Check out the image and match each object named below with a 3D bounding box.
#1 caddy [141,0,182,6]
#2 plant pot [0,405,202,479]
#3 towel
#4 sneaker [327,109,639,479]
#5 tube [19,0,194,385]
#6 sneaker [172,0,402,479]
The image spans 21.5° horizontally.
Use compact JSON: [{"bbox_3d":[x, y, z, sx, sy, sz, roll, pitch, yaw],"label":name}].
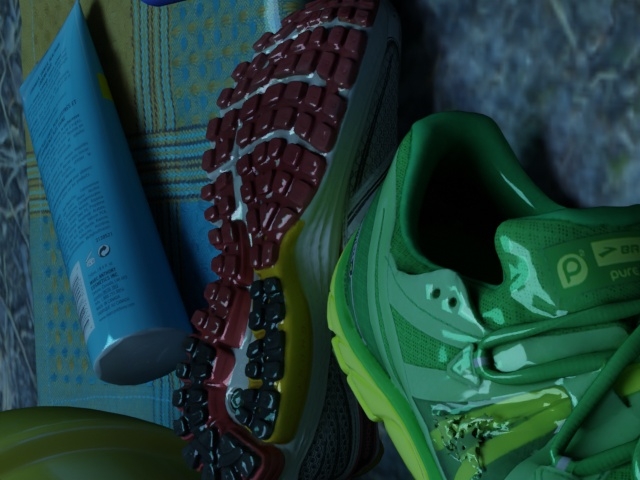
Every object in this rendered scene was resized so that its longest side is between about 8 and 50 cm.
[{"bbox_3d":[-0.040,-0.251,0.608,0.179,0.241,0.341,-17,78,20],"label":"caddy"},{"bbox_3d":[-0.083,0.203,0.723,0.239,0.254,0.254,-3,93,62],"label":"plant pot"},{"bbox_3d":[-0.083,-0.076,0.892,0.271,0.040,0.370,1,95,52],"label":"towel"},{"bbox_3d":[0.086,0.055,0.570,0.295,0.109,0.123,50,140,45],"label":"sneaker"},{"bbox_3d":[-0.119,-0.025,0.877,0.080,0.052,0.207,-45,53,35],"label":"tube"},{"bbox_3d":[0.000,0.000,0.740,0.088,0.093,0.225,5,83,49],"label":"sneaker"}]
